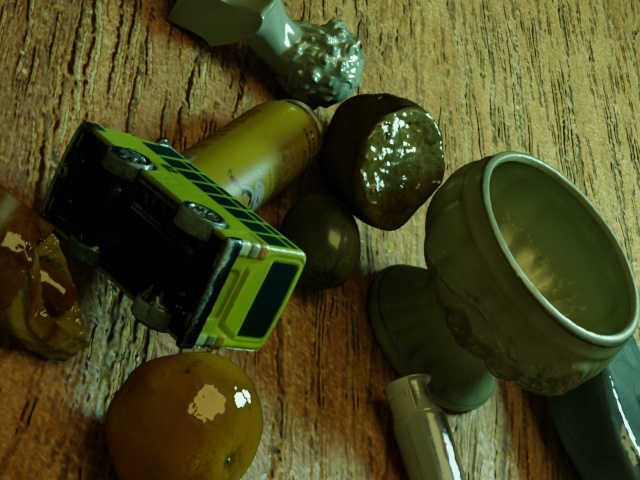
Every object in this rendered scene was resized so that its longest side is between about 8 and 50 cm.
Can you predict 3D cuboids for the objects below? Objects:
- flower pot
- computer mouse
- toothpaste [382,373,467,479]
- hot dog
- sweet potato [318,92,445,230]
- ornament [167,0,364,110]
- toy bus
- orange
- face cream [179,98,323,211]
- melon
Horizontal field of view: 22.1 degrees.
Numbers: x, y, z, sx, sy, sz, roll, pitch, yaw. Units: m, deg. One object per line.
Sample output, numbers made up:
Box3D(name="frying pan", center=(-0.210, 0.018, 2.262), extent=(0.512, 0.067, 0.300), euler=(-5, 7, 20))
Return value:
Box3D(name="flower pot", center=(0.214, 0.069, 2.006), extent=(0.307, 0.244, 0.307), euler=(30, 39, -28))
Box3D(name="computer mouse", center=(0.374, 0.219, 2.160), extent=(0.188, 0.122, 0.370), euler=(32, 37, -48))
Box3D(name="toothpaste", center=(0.145, 0.308, 1.848), extent=(0.100, 0.066, 0.323), euler=(14, 51, -50))
Box3D(name="hot dog", center=(-0.308, 0.006, 1.554), extent=(0.261, 0.093, 0.123), euler=(40, 33, -17))
Box3D(name="sweet potato", center=(0.069, -0.113, 2.076), extent=(0.158, 0.158, 0.369), euler=(43, 4, -12))
Box3D(name="ornament", center=(-0.062, -0.268, 2.119), extent=(0.285, 0.120, 0.130), euler=(26, 41, -32))
Box3D(name="toy bus", center=(-0.151, -0.005, 1.646), extent=(0.150, 0.128, 0.262), euler=(10, 22, -48))
Box3D(name="orange", center=(-0.133, 0.177, 1.555), extent=(0.136, 0.159, 0.159), euler=(28, 20, 31))
Box3D(name="face cream", center=(-0.089, -0.089, 1.917), extent=(0.105, 0.105, 0.349), euler=(50, 31, -1))
Box3D(name="melon", center=(0.000, 0.000, 1.944), extent=(0.098, 0.098, 0.130), euler=(31, 38, -29))
